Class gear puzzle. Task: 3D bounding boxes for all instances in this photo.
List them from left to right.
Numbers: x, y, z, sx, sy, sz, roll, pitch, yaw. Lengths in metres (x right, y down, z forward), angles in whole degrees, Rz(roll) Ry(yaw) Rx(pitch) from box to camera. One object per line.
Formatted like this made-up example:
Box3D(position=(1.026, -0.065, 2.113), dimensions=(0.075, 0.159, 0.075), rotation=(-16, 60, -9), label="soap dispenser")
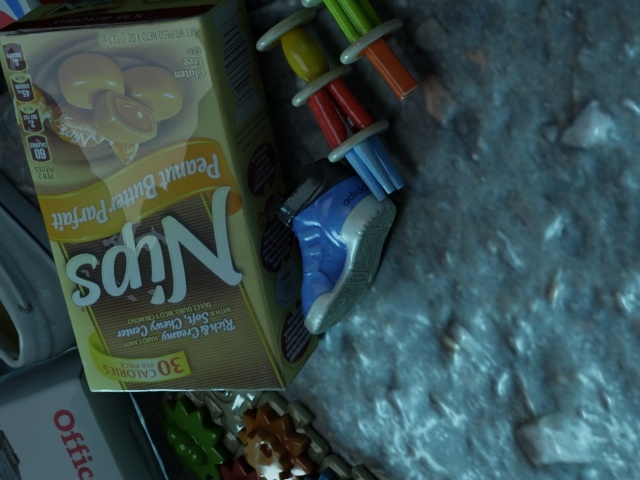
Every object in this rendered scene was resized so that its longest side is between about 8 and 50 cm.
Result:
Box3D(position=(-0.084, 0.176, 1.651), dimensions=(0.339, 0.044, 0.175), rotation=(44, 139, 18), label="gear puzzle")

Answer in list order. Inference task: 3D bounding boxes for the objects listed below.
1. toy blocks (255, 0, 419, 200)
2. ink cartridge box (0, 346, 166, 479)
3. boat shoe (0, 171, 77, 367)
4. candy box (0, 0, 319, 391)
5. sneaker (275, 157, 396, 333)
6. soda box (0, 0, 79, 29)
Box3D(position=(0.030, -0.110, 1.342), dimensions=(0.148, 0.054, 0.123), rotation=(57, 141, 3), label="toy blocks")
Box3D(position=(-0.308, 0.257, 1.738), dimensions=(0.306, 0.131, 0.226), rotation=(-21, 101, 9), label="ink cartridge box")
Box3D(position=(-0.375, 0.000, 1.760), dimensions=(0.367, 0.156, 0.136), rotation=(41, 137, 21), label="boat shoe")
Box3D(position=(-0.126, -0.036, 1.485), dimensions=(0.183, 0.087, 0.316), rotation=(-2, 113, 23), label="candy box")
Box3D(position=(0.001, 0.000, 1.441), dimensions=(0.084, 0.058, 0.152), rotation=(44, 141, 22), label="sneaker")
Box3D(position=(-0.255, -0.231, 1.557), dimensions=(0.074, 0.069, 0.216), rotation=(-21, 98, 51), label="soda box")
